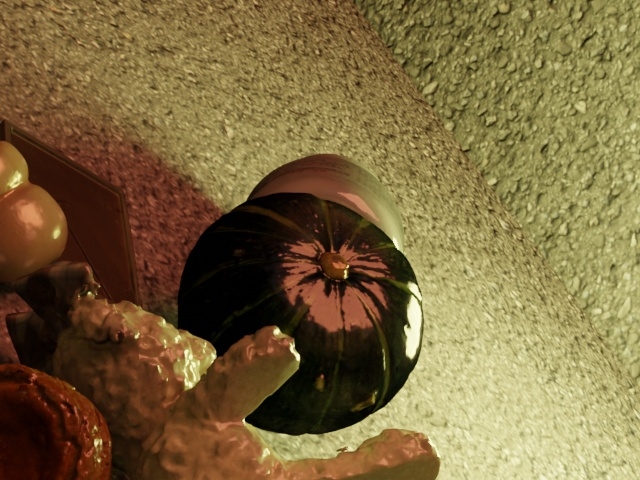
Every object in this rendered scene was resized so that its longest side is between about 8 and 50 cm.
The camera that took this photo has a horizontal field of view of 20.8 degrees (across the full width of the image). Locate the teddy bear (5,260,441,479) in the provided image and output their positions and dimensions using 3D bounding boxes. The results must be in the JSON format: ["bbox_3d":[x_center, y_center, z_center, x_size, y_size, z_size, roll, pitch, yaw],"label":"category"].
[{"bbox_3d":[-0.114,0.174,1.909,0.375,0.327,0.362,-8,54,-26],"label":"teddy bear"}]

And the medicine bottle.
[{"bbox_3d":[0.000,0.000,2.512,0.245,0.245,0.306,43,13,-6],"label":"medicine bottle"}]

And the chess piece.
[{"bbox_3d":[-0.418,-0.081,2.042,0.300,0.167,0.167,50,22,-1],"label":"chess piece"}]

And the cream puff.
[{"bbox_3d":[-0.281,0.215,1.755,0.183,0.183,0.169,52,10,17],"label":"cream puff"}]

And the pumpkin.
[{"bbox_3d":[-0.025,0.094,2.227,0.323,0.241,0.323,8,54,-12],"label":"pumpkin"}]

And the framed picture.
[{"bbox_3d":[-0.327,-0.024,2.272,0.213,0.016,0.289,32,25,-32],"label":"framed picture"}]
